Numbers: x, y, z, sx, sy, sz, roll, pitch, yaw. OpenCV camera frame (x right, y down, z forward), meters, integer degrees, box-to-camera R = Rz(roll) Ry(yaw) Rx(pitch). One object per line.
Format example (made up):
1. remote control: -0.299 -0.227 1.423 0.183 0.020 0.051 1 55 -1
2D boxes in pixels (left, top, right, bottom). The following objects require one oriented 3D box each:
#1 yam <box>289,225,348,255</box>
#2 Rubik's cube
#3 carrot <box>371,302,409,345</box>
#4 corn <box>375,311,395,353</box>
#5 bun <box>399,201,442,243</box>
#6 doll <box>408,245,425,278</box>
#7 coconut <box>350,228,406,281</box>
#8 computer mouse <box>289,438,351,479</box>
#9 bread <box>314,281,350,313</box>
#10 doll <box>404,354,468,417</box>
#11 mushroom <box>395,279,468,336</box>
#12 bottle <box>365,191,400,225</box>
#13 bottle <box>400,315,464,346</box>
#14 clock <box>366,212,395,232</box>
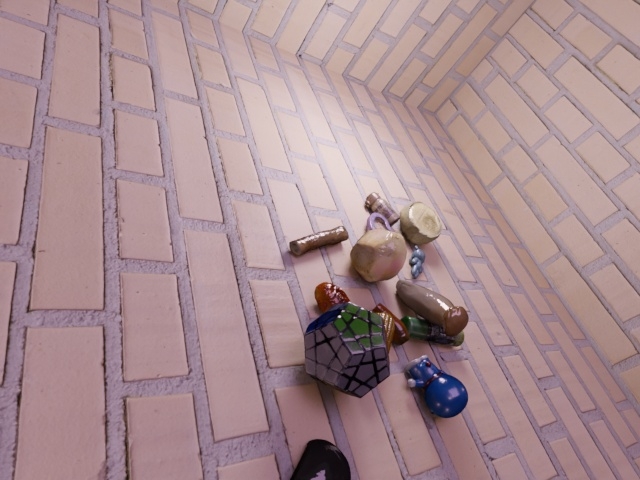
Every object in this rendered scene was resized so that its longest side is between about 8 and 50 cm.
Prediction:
1. yam: 0.000 0.000 1.889 0.357 0.081 0.081 -19 66 -47
2. Rubik's cube: 0.090 0.362 1.420 0.264 0.319 0.319 55 38 -2
3. carrot: 0.296 0.349 1.787 0.087 0.087 0.193 -19 67 -49
4. corn: 0.215 0.402 1.641 0.119 0.119 0.322 34 47 -9
5. bun: 0.542 -0.087 2.377 0.259 0.152 0.259 15 56 -24
6. doll: 0.491 0.120 2.209 0.180 0.075 0.120 -58 137 -33
7. coconut: 0.271 0.067 1.927 0.259 0.259 0.259 23 41 -22
8. computer mouse: 0.004 0.684 1.191 0.170 0.100 0.269 39 37 1
9. bread: 0.079 0.277 1.666 0.139 0.095 0.269 -30 79 -44
10. doll: 0.447 0.572 1.663 0.215 0.161 0.257 -13 45 -32
11. mushroom: 0.486 0.286 1.857 0.154 0.137 0.407 40 0 -27
12. bottle: 0.330 -0.168 2.326 0.110 0.097 0.209 -36 76 -18
13. bottle: 0.497 0.406 1.896 0.330 0.093 0.093 17 43 -28
14. clock: 0.301 -0.050 2.203 0.172 0.064 0.198 -6 57 -44
